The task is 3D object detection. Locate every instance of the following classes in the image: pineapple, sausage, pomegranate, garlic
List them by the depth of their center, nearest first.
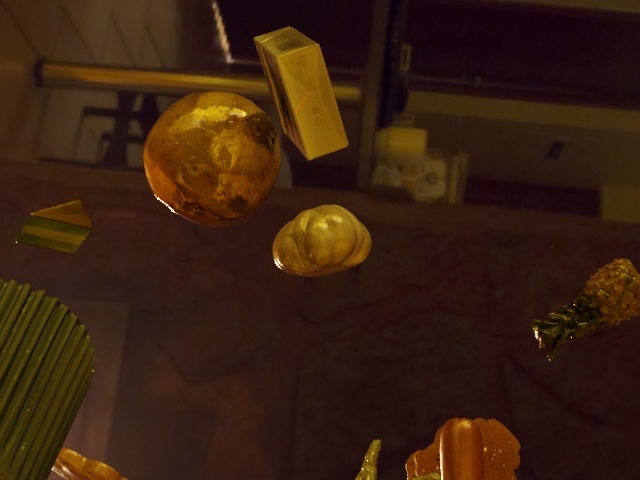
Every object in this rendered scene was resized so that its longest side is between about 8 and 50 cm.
[{"bbox_3d":[0.246,0.404,1.585,0.076,0.076,0.198,91,-1,-61],"label":"sausage"},{"bbox_3d":[-0.213,-0.165,1.847,0.281,0.281,0.281,6,90,-87],"label":"pomegranate"},{"bbox_3d":[0.541,0.140,1.854,0.128,0.248,0.128,56,7,-10],"label":"pineapple"},{"bbox_3d":[-0.001,0.001,2.092,0.228,0.227,0.152,79,2,-81],"label":"garlic"}]

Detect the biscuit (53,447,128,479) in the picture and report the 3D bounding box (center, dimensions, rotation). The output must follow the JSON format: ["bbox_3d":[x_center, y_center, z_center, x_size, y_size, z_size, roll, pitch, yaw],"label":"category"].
[{"bbox_3d":[-0.615,0.638,2.468,0.275,0.355,0.052,47,57,-33],"label":"biscuit"}]

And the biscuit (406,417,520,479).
[{"bbox_3d":[0.305,0.468,1.877,0.334,0.202,0.047,-26,155,-51],"label":"biscuit"}]

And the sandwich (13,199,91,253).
[{"bbox_3d":[-0.456,-0.033,1.541,0.074,0.116,0.074,-49,-131,25],"label":"sandwich"}]

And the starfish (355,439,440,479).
[{"bbox_3d":[0.040,0.455,1.409,0.078,0.347,0.358,53,-1,-10],"label":"starfish"}]

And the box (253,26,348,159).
[{"bbox_3d":[-0.032,-0.217,1.316,0.233,0.067,0.149,-122,-164,-68],"label":"box"}]

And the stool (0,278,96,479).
[{"bbox_3d":[-0.514,0.266,1.363,0.330,0.297,0.297,-89,-177,-58],"label":"stool"}]
